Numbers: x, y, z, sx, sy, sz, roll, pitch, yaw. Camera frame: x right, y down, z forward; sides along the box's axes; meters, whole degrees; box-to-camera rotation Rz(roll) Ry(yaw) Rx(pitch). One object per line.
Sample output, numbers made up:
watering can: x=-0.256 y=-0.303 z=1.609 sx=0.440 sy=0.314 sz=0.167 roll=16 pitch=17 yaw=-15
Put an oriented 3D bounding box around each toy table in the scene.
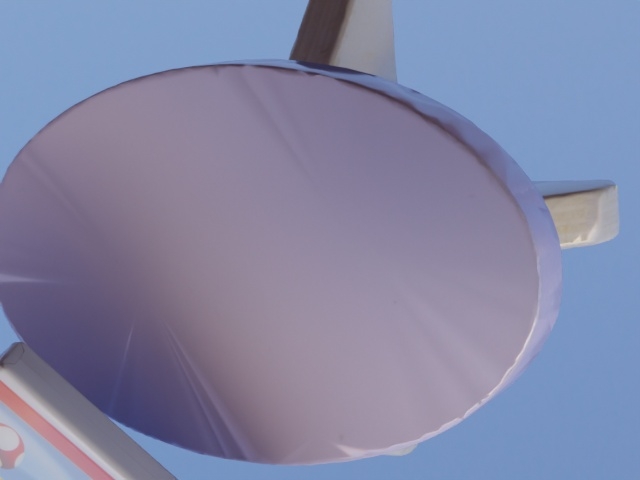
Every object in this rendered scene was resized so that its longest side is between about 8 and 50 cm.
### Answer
toy table: x=0.000 y=0.000 z=0.729 sx=0.274 sy=0.252 sz=0.161 roll=13 pitch=-163 yaw=26

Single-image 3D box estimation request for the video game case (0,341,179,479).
video game case: x=-0.149 y=0.196 z=0.697 sx=0.285 sy=0.204 sz=0.025 roll=-41 pitch=-168 yaw=25
